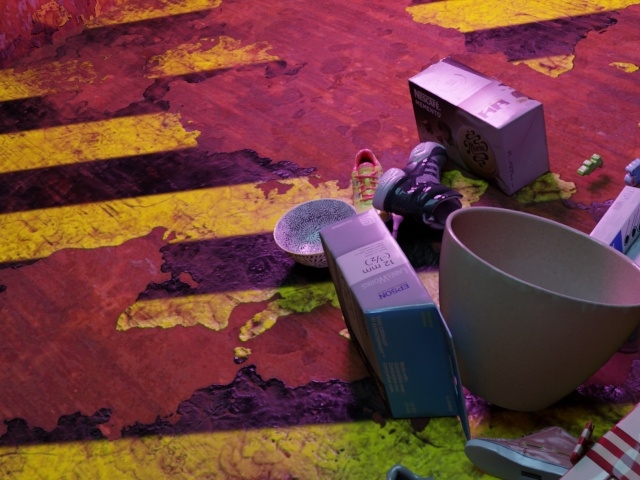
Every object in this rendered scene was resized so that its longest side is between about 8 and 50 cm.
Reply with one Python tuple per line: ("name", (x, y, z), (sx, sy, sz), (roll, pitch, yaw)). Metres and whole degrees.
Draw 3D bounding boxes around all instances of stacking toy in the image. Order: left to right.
("stacking toy", (0.637, -0.150, 2.074), (0.221, 0.052, 0.167), (-33, 39, -17))

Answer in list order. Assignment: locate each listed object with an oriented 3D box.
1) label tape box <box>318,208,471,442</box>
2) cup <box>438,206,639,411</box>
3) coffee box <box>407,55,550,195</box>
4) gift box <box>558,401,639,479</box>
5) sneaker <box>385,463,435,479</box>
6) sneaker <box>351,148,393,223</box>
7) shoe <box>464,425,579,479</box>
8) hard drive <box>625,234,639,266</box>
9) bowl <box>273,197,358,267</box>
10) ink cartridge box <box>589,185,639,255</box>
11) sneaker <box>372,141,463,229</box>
("label tape box", (0.119, 0.149, 1.728), (0.115, 0.249, 0.348), (-20, 38, -5))
("cup", (0.318, 0.123, 1.660), (0.331, 0.237, 0.331), (14, 21, -5))
("coffee box", (0.323, -0.241, 2.199), (0.119, 0.168, 0.297), (-31, 41, -18))
("gift box", (0.455, 0.356, 1.360), (0.276, 0.255, 0.258), (-37, 44, -16))
("sneaker", (0.167, 0.398, 1.514), (0.232, 0.115, 0.090), (25, 54, 40))
("sneaker", (0.095, -0.108, 2.178), (0.081, 0.094, 0.208), (-12, 40, 3))
("shoe", (0.312, 0.318, 1.609), (0.178, 0.063, 0.081), (13, 45, 25))
("hard drive", (0.639, -0.011, 1.767), (0.203, 0.040, 0.307), (-44, 10, -35))
("bowl", (0.000, 0.000, 2.091), (0.170, 0.080, 0.170), (-11, 38, 8))
("ink cartridge box", (0.517, 0.004, 1.886), (0.046, 0.097, 0.207), (17, 48, 35))
("sneaker", (0.222, -0.102, 2.129), (0.153, 0.101, 0.268), (30, 37, 18))
